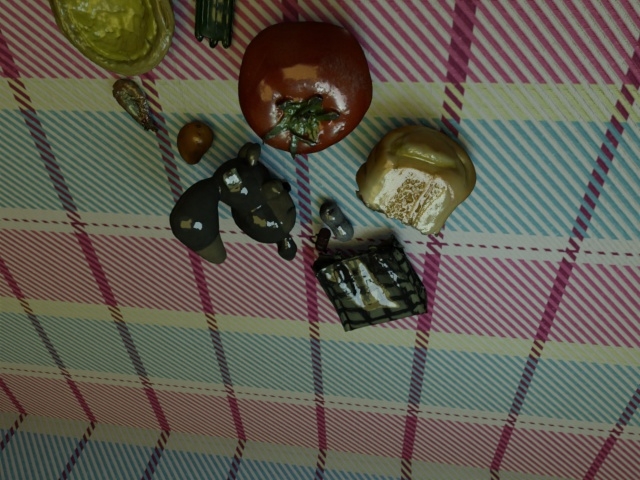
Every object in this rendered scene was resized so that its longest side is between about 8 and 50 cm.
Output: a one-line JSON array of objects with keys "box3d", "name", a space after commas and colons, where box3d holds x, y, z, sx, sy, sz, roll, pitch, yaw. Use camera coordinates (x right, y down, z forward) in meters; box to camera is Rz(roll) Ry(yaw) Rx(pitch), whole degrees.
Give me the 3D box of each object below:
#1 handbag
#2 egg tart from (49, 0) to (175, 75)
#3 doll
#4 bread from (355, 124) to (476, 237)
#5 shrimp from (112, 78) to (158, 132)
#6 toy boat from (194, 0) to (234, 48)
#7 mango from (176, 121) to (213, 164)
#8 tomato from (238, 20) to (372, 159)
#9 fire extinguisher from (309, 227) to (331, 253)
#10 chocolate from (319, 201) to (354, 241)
[{"box3d": [0.178, 0.155, 1.705, 0.325, 0.163, 0.327, -17, 126, 19], "name": "handbag"}, {"box3d": [-0.524, -0.612, 1.252, 0.345, 0.132, 0.345, 6, 128, 7], "name": "egg tart"}, {"box3d": [-0.253, -0.079, 1.522, 0.378, 0.252, 0.382, -29, 126, -5], "name": "doll"}, {"box3d": [0.271, -0.190, 1.401, 0.315, 0.211, 0.270, 21, 119, -12], "name": "bread"}, {"box3d": [-0.560, -0.404, 1.481, 0.091, 0.043, 0.184, -17, 122, 18], "name": "shrimp"}, {"box3d": [-0.275, -0.604, 1.265, 0.104, 0.052, 0.210, 15, 128, 1], "name": "toy boat"}, {"box3d": [-0.399, -0.299, 1.509, 0.105, 0.084, 0.159, 35, 126, -10], "name": "mango"}, {"box3d": [-0.036, -0.395, 1.254, 0.341, 0.273, 0.341, 1, 141, 1], "name": "tomato"}, {"box3d": [0.000, 0.000, 1.675, 0.078, 0.045, 0.157, 32, 160, 6], "name": "fire extinguisher"}, {"box3d": [0.054, -0.063, 1.620, 0.072, 0.072, 0.167, -24, 122, 26], "name": "chocolate"}]
